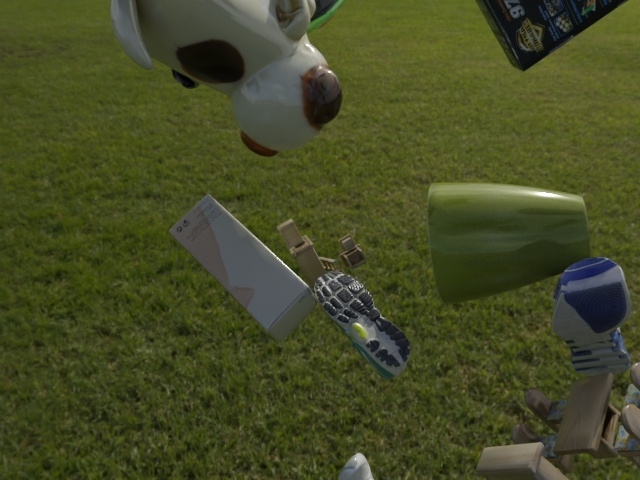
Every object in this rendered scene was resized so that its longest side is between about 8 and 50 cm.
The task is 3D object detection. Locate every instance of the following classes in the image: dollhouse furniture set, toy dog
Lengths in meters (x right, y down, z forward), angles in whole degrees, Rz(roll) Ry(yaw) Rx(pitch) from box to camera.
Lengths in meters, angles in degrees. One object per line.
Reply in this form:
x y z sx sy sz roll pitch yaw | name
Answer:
0.366 0.288 0.753 0.161 0.212 0.242 41 55 -3 | dollhouse furniture set
0.000 0.000 1.234 0.160 0.182 0.101 -29 19 -4 | dollhouse furniture set
-0.129 -0.349 0.898 0.284 0.408 0.396 -29 31 29 | toy dog

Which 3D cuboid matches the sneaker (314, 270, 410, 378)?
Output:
0.076 0.184 1.083 0.107 0.110 0.275 -26 61 -24 | sneaker

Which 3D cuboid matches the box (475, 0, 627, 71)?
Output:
0.233 -0.321 0.522 0.175 0.220 0.051 -34 23 17 | box

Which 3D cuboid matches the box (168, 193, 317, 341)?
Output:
-0.161 0.059 1.071 0.311 0.148 0.121 41 79 21 | box

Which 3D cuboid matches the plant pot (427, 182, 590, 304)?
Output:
0.403 -0.007 1.076 0.293 0.275 0.275 -6 28 23 | plant pot

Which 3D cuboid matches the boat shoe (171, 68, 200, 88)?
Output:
-0.343 -0.442 1.278 0.095 0.112 0.335 -49 20 -10 | boat shoe

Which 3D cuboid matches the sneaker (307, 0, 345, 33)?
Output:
-0.047 -0.715 1.212 0.185 0.483 0.202 -12 -20 36 | sneaker

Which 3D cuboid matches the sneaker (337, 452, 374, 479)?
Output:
0.067 0.363 0.729 0.053 0.152 0.061 -38 43 -27 | sneaker

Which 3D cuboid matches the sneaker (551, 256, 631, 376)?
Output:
0.502 0.113 0.964 0.127 0.316 0.182 -13 46 22 | sneaker
